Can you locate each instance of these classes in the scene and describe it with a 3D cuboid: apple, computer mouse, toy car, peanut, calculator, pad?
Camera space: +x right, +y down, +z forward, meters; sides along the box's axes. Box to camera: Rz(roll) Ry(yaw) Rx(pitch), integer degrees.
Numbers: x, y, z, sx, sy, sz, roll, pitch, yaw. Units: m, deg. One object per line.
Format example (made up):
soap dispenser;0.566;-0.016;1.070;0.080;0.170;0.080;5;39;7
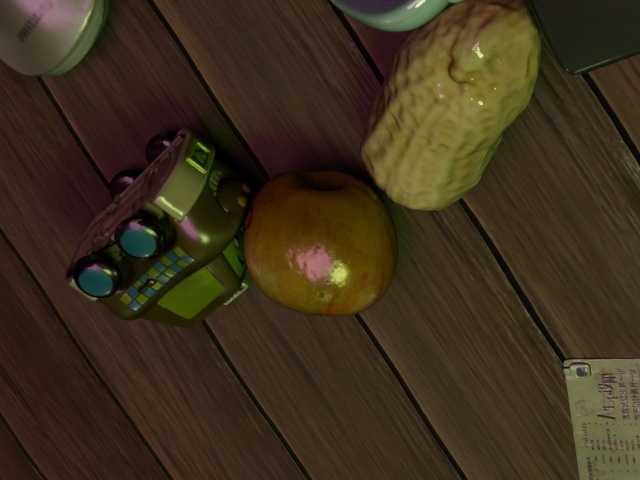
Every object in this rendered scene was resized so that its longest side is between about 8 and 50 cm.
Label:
apple;0.000;0.000;1.371;0.182;0.182;0.155;8;104;21
computer mouse;-0.400;-0.346;1.470;0.331;0.095;0.197;45;115;3
toy car;-0.170;0.004;1.462;0.198;0.204;0.248;37;123;-19
peanut;0.135;-0.145;1.242;0.152;0.152;0.313;35;151;9
calculator;0.093;-0.291;1.191;0.042;0.295;0.184;37;92;-35
pad;0.375;0.259;1.392;0.159;0.009;0.265;-4;107;24

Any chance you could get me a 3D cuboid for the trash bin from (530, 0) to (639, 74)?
trash bin;0.340;-0.288;1.116;0.290;0.182;0.210;-21;100;34
